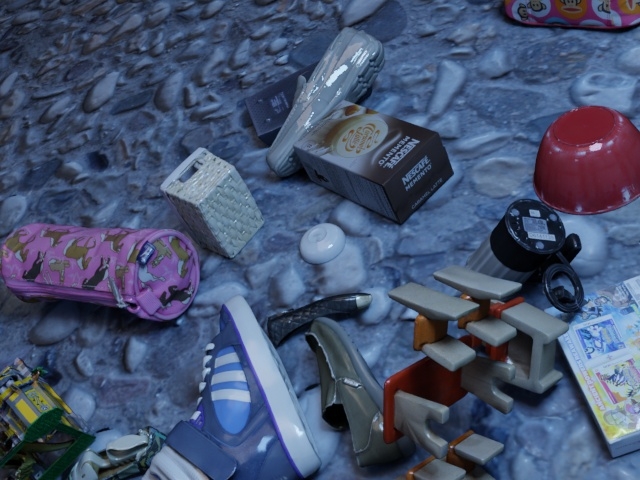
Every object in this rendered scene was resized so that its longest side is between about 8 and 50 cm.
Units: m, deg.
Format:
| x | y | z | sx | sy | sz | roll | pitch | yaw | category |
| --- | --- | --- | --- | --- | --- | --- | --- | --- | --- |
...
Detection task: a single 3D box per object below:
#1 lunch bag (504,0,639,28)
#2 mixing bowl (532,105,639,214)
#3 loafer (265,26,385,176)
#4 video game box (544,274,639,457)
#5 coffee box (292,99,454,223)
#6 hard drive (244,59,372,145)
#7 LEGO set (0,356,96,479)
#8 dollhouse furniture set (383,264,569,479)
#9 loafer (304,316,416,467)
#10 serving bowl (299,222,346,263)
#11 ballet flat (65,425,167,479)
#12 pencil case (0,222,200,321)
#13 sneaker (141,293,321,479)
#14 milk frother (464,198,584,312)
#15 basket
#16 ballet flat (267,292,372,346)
| x | y | z | sx | sy | sz | roll | pitch | yaw | category |
| --- | --- | --- | --- | --- | --- | --- | --- | --- | --- |
| 0.520 | -0.520 | 1.437 | 0.293 | 0.120 | 0.258 | 17 | 55 | 38 | lunch bag |
| 0.402 | -0.137 | 1.128 | 0.181 | 0.098 | 0.181 | -16 | 42 | 15 | mixing bowl |
| -0.005 | -0.265 | 1.433 | 0.111 | 0.112 | 0.319 | 36 | 85 | 23 | loafer |
| 0.394 | 0.135 | 0.898 | 0.187 | 0.048 | 0.205 | -20 | 42 | 8 | video game box |
| 0.088 | -0.143 | 1.309 | 0.141 | 0.098 | 0.246 | -44 | 43 | -17 | coffee box |
| -0.024 | -0.296 | 1.559 | 0.254 | 0.054 | 0.172 | -27 | 41 | 3 | hard drive |
| -0.508 | 0.295 | 1.089 | 0.192 | 0.255 | 0.331 | 40 | 85 | 19 | LEGO set |
| 0.163 | 0.153 | 0.879 | 0.259 | 0.262 | 0.135 | -18 | 27 | -40 | dollhouse furniture set |
| 0.031 | 0.199 | 1.004 | 0.087 | 0.094 | 0.251 | -30 | 41 | -7 | loafer |
| 0.000 | 0.000 | 1.270 | 0.083 | 0.027 | 0.083 | -16 | 44 | 16 | serving bowl |
| -0.309 | 0.320 | 1.098 | 0.188 | 0.070 | 0.070 | -26 | 41 | 4 | ballet flat |
| -0.405 | 0.050 | 1.356 | 0.386 | 0.167 | 0.160 | 4 | 84 | 33 | pencil case |
| -0.156 | 0.238 | 1.041 | 0.236 | 0.130 | 0.323 | -27 | 47 | -3 | sneaker |
| 0.271 | 0.045 | 0.992 | 0.129 | 0.135 | 0.143 | 21 | 55 | -1 | milk frother |
| -0.186 | -0.063 | 1.339 | 0.103 | 0.167 | 0.113 | 24 | 64 | 36 | basket |
| 0.000 | 0.116 | 1.151 | 0.173 | 0.057 | 0.049 | -19 | 82 | 13 | ballet flat |
